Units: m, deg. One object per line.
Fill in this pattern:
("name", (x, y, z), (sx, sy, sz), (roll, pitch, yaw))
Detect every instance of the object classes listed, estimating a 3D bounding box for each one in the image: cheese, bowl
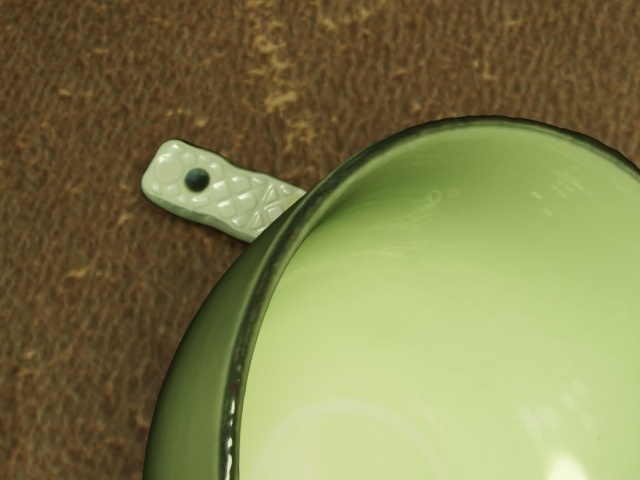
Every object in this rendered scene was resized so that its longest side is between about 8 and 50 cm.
("cheese", (0.000, 0.000, 0.978), (0.235, 0.050, 0.127), (21, 74, 20))
("bowl", (0.055, 0.133, 0.797), (0.185, 0.354, 0.353), (-23, 53, 51))
